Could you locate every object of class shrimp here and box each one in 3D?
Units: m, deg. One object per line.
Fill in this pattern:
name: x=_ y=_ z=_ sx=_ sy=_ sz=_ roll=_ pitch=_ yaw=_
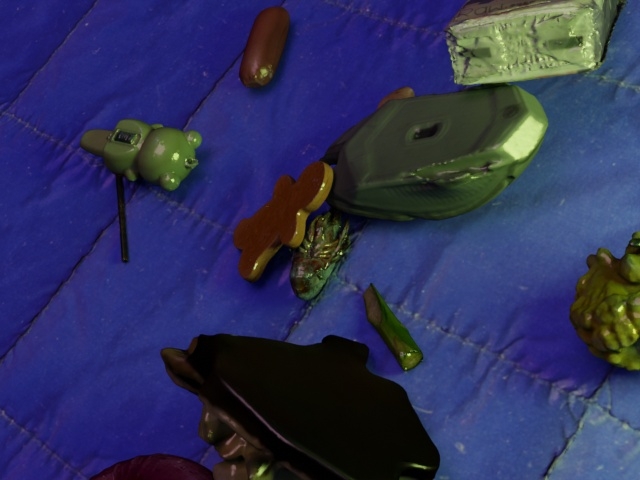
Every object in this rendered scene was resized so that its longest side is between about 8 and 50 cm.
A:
shrimp: x=0.000 y=0.000 z=1.972 sx=0.090 sy=0.079 sz=0.233 roll=5 pitch=56 yaw=25

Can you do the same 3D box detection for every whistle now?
whistle: x=-0.347 y=-0.170 z=2.245 sx=0.288 sy=0.106 sz=0.131 roll=13 pitch=68 yaw=32

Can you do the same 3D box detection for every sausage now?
sausage: x=-0.109 y=-0.380 z=2.288 sx=0.077 sy=0.077 sz=0.194 roll=-2 pitch=58 yaw=26

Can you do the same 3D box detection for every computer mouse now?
computer mouse: x=0.190 y=-0.133 z=1.922 sx=0.429 sy=0.145 sz=0.228 roll=-6 pitch=49 yaw=37

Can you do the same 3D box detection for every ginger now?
ginger: x=-0.032 y=0.293 z=1.701 sx=0.413 sy=0.358 sz=0.211 roll=41 pitch=118 yaw=33

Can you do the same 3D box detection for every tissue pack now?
tissue pack: x=0.358 y=-0.365 z=1.910 sx=0.242 sy=0.125 sz=0.344 roll=-4 pitch=26 yaw=23

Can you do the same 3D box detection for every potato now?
potato: x=0.138 y=-0.237 z=2.076 sx=0.068 sy=0.062 sz=0.083 roll=20 pitch=46 yaw=19

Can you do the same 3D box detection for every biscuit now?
biscuit: x=-0.059 y=-0.039 z=1.993 sx=0.250 sy=0.036 sz=0.165 roll=-45 pitch=36 yaw=27

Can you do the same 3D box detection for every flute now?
flute: x=-0.385 y=-0.063 z=2.252 sx=0.014 sy=0.014 sz=0.269 roll=-22 pitch=51 yaw=13

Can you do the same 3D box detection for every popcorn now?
popcorn: x=0.454 y=0.080 z=1.619 sx=0.218 sy=0.169 sz=0.189 roll=-8 pitch=57 yaw=15

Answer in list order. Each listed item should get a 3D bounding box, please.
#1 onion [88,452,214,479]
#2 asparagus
onion: x=-0.259 y=0.425 z=1.719 sx=0.256 sy=0.272 sz=0.230 roll=-18 pitch=36 yaw=-33
asparagus: x=0.105 y=0.132 z=1.849 sx=0.045 sy=0.041 sz=0.178 roll=-30 pitch=48 yaw=-5
